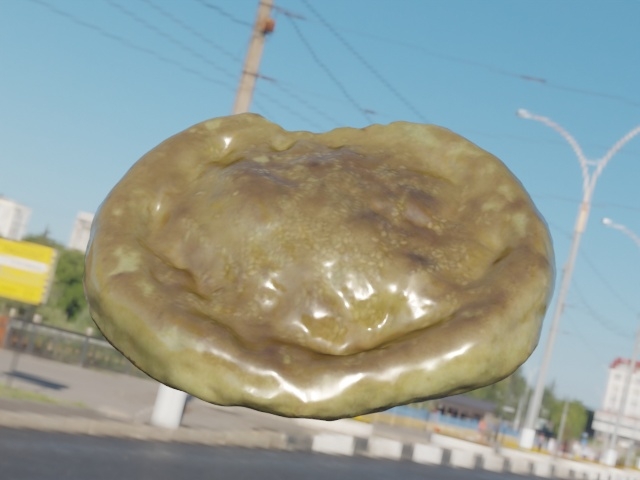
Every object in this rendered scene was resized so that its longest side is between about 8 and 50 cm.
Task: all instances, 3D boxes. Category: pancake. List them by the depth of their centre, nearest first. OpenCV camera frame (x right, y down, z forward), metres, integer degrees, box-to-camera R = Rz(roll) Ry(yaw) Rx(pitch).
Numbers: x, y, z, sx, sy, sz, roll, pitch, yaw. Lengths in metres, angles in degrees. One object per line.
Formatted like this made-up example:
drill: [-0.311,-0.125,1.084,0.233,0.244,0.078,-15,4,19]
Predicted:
pancake: [0.000,-0.001,0.538,0.236,0.222,0.042,16,-46,12]
